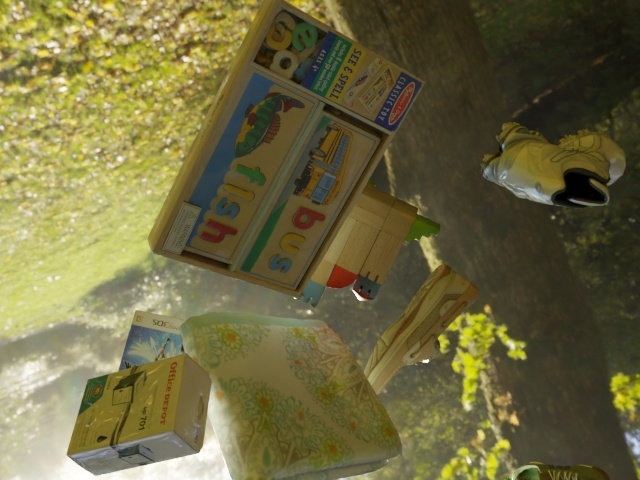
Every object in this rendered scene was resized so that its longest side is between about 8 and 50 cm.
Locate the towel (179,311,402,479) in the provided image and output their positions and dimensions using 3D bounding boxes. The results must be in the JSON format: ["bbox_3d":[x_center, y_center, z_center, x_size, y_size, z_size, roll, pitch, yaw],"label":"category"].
[{"bbox_3d":[-0.048,0.277,1.208,0.375,0.320,0.090,9,129,-43],"label":"towel"}]

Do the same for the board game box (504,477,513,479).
[{"bbox_3d":[0.231,0.673,1.402,0.390,0.389,0.050,-5,-165,11],"label":"board game box"}]

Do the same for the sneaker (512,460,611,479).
[{"bbox_3d":[0.478,0.488,1.355,0.086,0.064,0.192,3,170,-38],"label":"sneaker"}]

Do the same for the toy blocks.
[{"bbox_3d":[0.000,0.000,1.286,0.191,0.382,0.260,-54,169,-72],"label":"toy blocks"}]

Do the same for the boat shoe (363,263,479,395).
[{"bbox_3d":[0.205,0.214,1.429,0.341,0.110,0.121,-55,-177,16],"label":"boat shoe"}]

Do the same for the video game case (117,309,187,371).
[{"bbox_3d":[-0.379,0.322,1.633,0.245,0.269,0.061,7,167,26],"label":"video game case"}]

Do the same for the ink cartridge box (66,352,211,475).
[{"bbox_3d":[-0.278,0.271,1.040,0.191,0.082,0.139,-18,-138,17],"label":"ink cartridge box"}]

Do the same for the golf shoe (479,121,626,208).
[{"bbox_3d":[0.221,-0.051,0.578,0.176,0.086,0.069,-5,129,-35],"label":"golf shoe"}]

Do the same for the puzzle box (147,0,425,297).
[{"bbox_3d":[-0.052,-0.120,1.010,0.272,0.052,0.408,19,108,-31],"label":"puzzle box"}]
